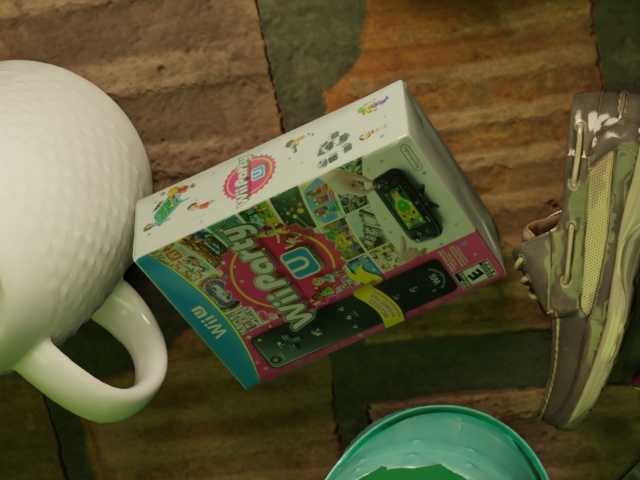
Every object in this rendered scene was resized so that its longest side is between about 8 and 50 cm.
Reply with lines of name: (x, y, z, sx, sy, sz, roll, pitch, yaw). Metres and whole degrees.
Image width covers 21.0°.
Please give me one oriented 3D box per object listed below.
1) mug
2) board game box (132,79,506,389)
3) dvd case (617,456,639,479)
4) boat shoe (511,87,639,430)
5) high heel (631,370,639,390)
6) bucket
mug: (-0.299, 0.027, 1.697, 0.374, 0.328, 0.276, 45, 110, -8)
board game box: (0.000, 0.000, 1.722, 0.303, 0.097, 0.224, -24, 129, 17)
dvd case: (0.351, 0.350, 1.878, 0.164, 0.018, 0.221, 37, 111, -5)
boat shoe: (0.263, 0.013, 1.728, 0.130, 0.132, 0.355, 17, 103, 13)
high heel: (0.437, 0.100, 1.758, 0.244, 0.082, 0.117, -6, 82, 23)
bucket: (0.117, 0.316, 1.815, 0.281, 0.183, 0.281, 3, 110, 7)
